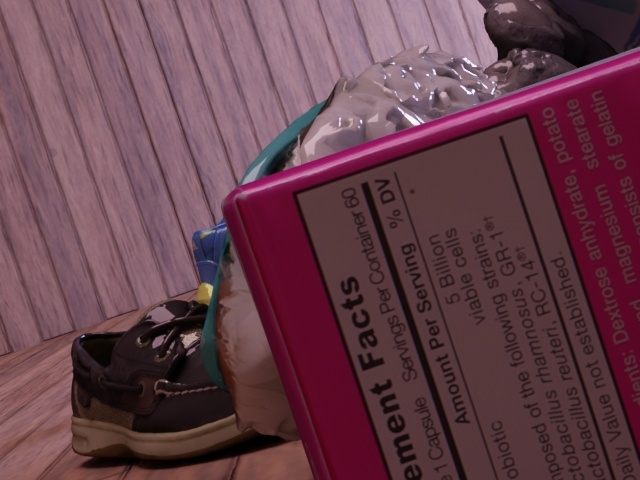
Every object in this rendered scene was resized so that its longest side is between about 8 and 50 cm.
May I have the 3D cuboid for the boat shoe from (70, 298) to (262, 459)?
[{"bbox_3d":[-0.073,0.067,0.743,0.080,0.073,0.223,-20,2,-35],"label":"boat shoe"}]

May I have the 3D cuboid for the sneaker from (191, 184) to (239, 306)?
[{"bbox_3d":[0.000,0.000,1.161,0.240,0.126,0.091,-21,3,-37],"label":"sneaker"}]

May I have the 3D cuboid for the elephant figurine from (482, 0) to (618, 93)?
[{"bbox_3d":[0.103,-0.034,0.976,0.169,0.186,0.239,23,-57,-38],"label":"elephant figurine"}]

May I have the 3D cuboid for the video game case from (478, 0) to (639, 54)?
[{"bbox_3d":[0.313,-0.149,0.979,0.329,0.036,0.300,-18,-40,33],"label":"video game case"}]

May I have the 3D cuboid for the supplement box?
[{"bbox_3d":[0.093,0.003,0.394,0.220,0.114,0.111,-18,3,-4],"label":"supplement box"}]

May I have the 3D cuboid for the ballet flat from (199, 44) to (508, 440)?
[{"bbox_3d":[0.088,-0.007,0.619,0.147,0.147,0.409,-18,2,21],"label":"ballet flat"}]
